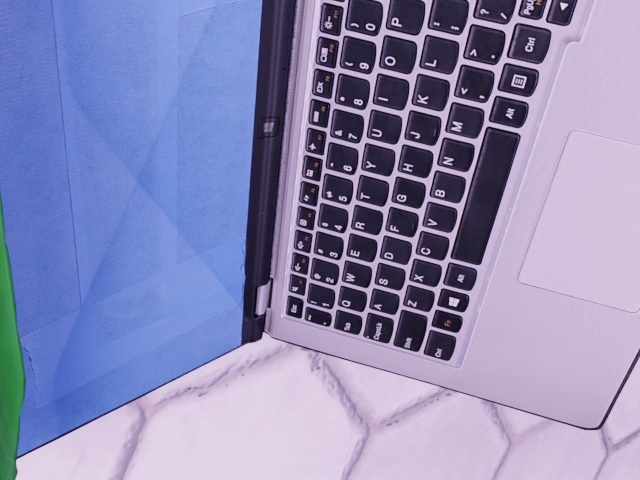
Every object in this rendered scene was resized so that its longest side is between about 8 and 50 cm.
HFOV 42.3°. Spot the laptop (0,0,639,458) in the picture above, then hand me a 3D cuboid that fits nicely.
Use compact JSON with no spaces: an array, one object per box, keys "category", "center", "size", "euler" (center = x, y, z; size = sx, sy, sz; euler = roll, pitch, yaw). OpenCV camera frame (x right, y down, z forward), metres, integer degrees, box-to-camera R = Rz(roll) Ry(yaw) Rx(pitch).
[{"category":"laptop","center":[0.000,0.000,0.423],"size":[0.236,0.407,0.382],"euler":[-65,167,-49]}]

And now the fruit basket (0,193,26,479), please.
[{"category":"fruit basket","center":[-0.281,0.021,0.263],"size":[0.352,0.165,0.327],"euler":[3,129,-7]}]
